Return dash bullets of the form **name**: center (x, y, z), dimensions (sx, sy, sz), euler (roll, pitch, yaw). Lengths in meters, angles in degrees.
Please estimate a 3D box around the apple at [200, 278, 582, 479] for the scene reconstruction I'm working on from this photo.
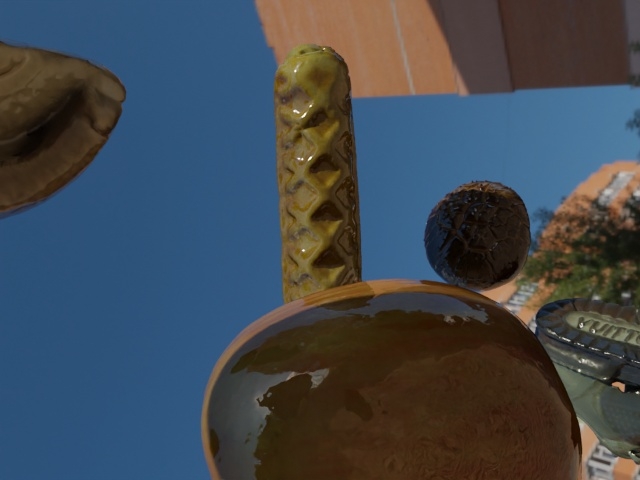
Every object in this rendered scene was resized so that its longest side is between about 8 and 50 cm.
- **apple**: center (0.042, 0.147, 0.503), dimensions (0.241, 0.242, 0.242), euler (-3, -80, -7)

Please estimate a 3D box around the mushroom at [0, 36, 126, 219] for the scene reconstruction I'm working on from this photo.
- **mushroom**: center (-0.168, -0.045, 0.270), dimensions (0.210, 0.072, 0.094), euler (-13, -64, -61)

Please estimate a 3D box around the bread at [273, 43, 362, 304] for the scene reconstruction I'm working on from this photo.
- **bread**: center (-0.001, 0.000, 0.688), dimensions (0.084, 0.077, 0.368), euler (-8, -83, -74)

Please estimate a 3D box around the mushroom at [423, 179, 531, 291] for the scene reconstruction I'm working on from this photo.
- **mushroom**: center (0.169, -0.007, 0.777), dimensions (0.109, 0.085, 0.126), euler (-2, -121, -12)

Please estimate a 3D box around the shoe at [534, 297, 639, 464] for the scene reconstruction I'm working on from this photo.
- **shoe**: center (0.337, 0.159, 0.679), dimensions (0.109, 0.293, 0.149), euler (-31, -54, -35)
